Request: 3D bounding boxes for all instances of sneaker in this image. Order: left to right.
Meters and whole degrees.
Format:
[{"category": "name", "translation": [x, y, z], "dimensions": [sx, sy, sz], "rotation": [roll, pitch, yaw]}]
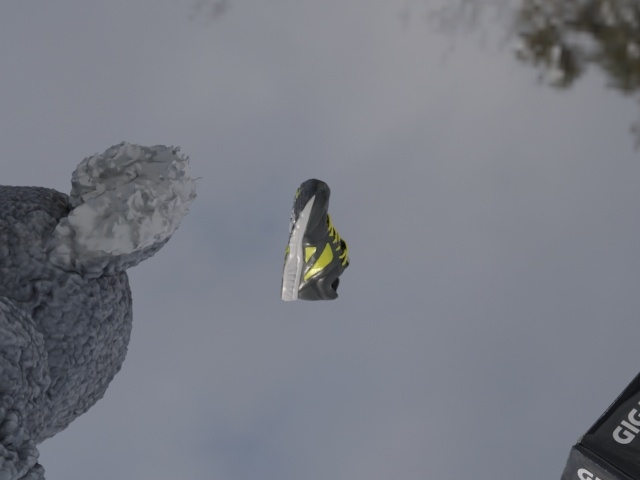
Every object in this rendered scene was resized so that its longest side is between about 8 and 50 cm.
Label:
[{"category": "sneaker", "translation": [0.000, 0.000, 1.059], "dimensions": [0.031, 0.035, 0.083], "rotation": [-86, 5, -45]}]

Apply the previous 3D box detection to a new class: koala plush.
[{"category": "koala plush", "translation": [-0.152, 0.048, 0.797], "dimensions": [0.196, 0.203, 0.221], "rotation": [-52, -9, 35]}]

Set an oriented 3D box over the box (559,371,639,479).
[{"category": "box", "translation": [0.245, 0.098, 0.966], "dimensions": [0.220, 0.175, 0.051], "rotation": [-40, -25, -38]}]
